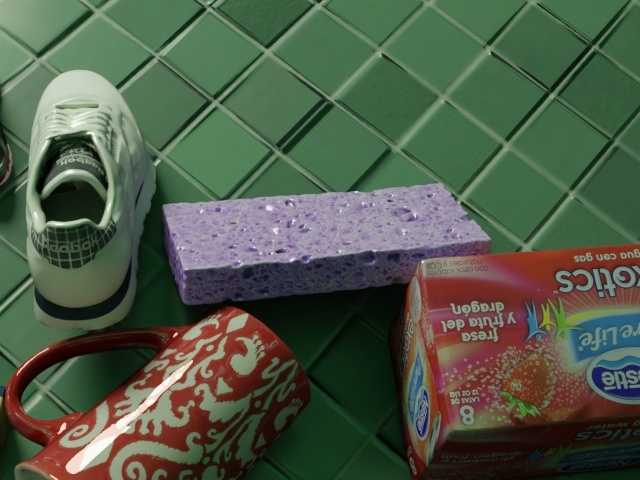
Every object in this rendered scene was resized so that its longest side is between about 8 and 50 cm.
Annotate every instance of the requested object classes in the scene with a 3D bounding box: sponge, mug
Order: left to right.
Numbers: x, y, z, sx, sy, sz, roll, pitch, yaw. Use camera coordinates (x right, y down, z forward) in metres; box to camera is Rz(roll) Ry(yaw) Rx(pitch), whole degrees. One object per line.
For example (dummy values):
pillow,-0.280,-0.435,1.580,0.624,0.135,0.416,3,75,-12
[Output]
mug,-0.103,0.114,0.890,0.169,0.113,0.150,-43,108,-28
sponge,0.000,0.000,0.975,0.210,0.031,0.117,-5,23,-11

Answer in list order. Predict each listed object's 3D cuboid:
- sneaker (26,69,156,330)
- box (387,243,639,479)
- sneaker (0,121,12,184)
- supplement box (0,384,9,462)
sneaker,-0.160,-0.051,0.956,0.090,0.095,0.235,-9,45,-4
box,0.186,0.082,0.944,0.257,0.128,0.122,-4,65,-11
sneaker,-0.249,-0.094,1.008,0.047,0.057,0.119,-10,67,-15
supplement box,-0.247,0.134,0.896,0.083,0.056,0.083,9,63,-4
